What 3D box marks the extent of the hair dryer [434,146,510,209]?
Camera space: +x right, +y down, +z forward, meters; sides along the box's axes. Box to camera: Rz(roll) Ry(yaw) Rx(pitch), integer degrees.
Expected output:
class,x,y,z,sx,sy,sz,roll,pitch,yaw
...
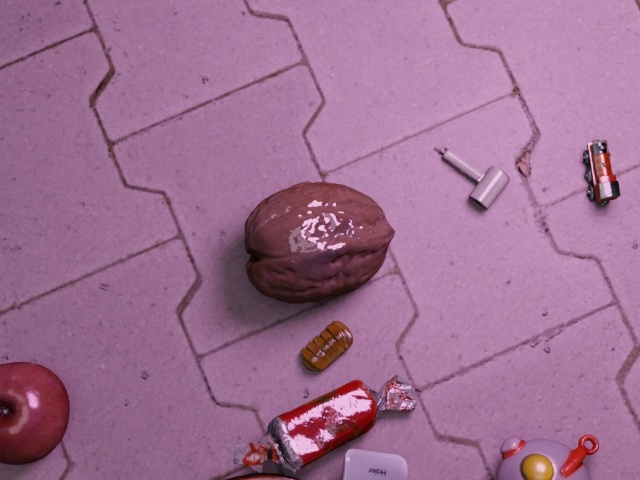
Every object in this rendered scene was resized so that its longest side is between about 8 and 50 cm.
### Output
class,x,y,z,sx,sy,sz,roll,pitch,yaw
hair dryer,0.225,-0.106,1.831,0.124,0.038,0.063,36,83,11

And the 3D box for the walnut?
class,x,y,z,sx,sy,sz,roll,pitch,yaw
walnut,0.000,0.000,1.752,0.230,0.178,0.178,-7,81,-13

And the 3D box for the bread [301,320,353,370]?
class,x,y,z,sx,sy,sz,roll,pitch,yaw
bread,0.009,0.160,1.789,0.088,0.033,0.049,-39,77,-5

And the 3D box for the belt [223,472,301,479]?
class,x,y,z,sx,sy,sz,roll,pitch,yaw
belt,-0.111,0.433,1.709,0.261,0.105,0.184,-10,81,-3

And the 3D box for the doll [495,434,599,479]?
class,x,y,z,sx,sy,sz,roll,pitch,yaw
doll,0.281,0.396,1.701,0.336,0.105,0.200,-38,77,-16

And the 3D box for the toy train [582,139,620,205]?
class,x,y,z,sx,sy,sz,roll,pitch,yaw
toy train,0.428,-0.107,1.813,0.044,0.064,0.103,-7,81,1

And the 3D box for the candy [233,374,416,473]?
class,x,y,z,sx,sy,sz,roll,pitch,yaw
candy,0.008,0.270,1.742,0.292,0.059,0.086,-24,79,-19

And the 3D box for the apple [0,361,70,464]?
class,x,y,z,sx,sy,sz,roll,pitch,yaw
apple,-0.446,0.251,1.732,0.153,0.120,0.153,0,82,1

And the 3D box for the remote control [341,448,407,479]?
class,x,y,z,sx,sy,sz,roll,pitch,yaw
remote control,0.057,0.454,1.730,0.103,0.051,0.293,12,81,-22
